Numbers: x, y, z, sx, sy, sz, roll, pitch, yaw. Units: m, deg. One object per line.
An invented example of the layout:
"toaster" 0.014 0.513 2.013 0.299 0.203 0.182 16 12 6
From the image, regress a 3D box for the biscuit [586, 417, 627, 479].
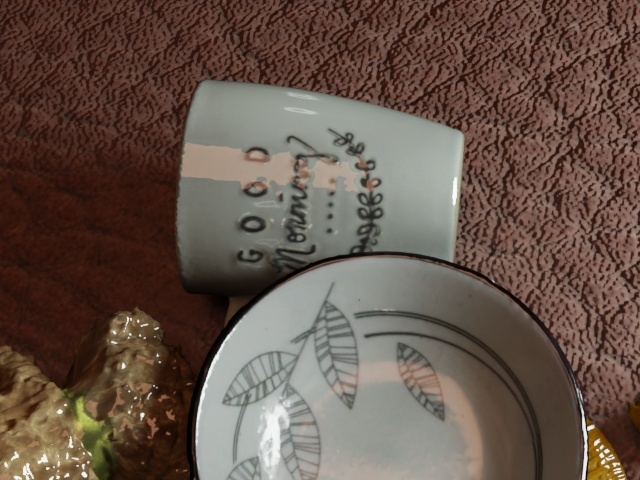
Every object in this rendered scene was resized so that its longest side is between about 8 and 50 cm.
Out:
"biscuit" 0.159 0.212 1.212 0.187 0.027 0.188 -5 62 9

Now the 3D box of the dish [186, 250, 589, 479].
"dish" 0.052 0.170 1.175 0.316 0.106 0.317 -1 64 2

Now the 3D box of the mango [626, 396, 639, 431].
"mango" 0.314 0.133 1.201 0.127 0.063 0.077 -19 66 7

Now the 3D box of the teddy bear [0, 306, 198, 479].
"teddy bear" -0.235 0.199 1.242 0.296 0.222 0.246 -48 62 35

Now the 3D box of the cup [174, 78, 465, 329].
"cup" 0.000 0.000 1.287 0.234 0.186 0.258 7 95 6
